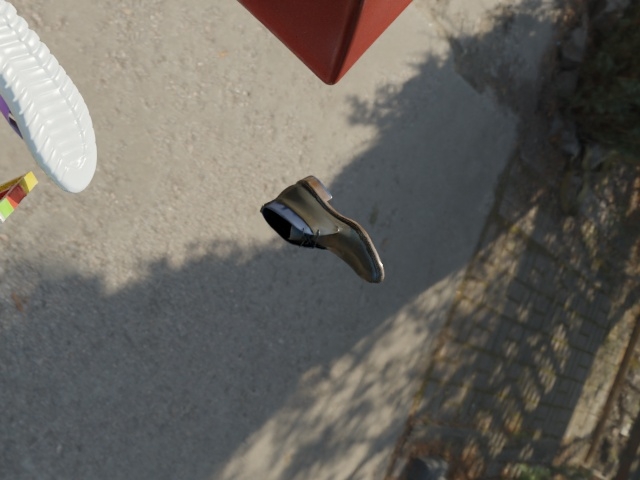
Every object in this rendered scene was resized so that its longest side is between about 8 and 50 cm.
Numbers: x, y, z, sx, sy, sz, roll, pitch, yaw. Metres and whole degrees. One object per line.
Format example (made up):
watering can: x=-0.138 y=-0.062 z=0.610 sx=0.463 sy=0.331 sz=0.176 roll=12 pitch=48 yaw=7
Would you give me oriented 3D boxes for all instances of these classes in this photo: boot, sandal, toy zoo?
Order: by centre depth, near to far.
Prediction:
boot: x=0.000 y=0.000 z=1.084 sx=0.106 sy=0.219 sz=0.082 roll=-27 pitch=154 yaw=-30
sandal: x=-0.552 y=-0.276 z=1.286 sx=0.169 sy=0.102 sz=0.416 roll=-62 pitch=142 yaw=-45
toy zoo: x=-0.678 y=-0.059 z=1.367 sx=0.192 sy=0.293 sz=0.030 roll=-24 pitch=113 yaw=3

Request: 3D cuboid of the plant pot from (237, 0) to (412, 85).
plant pot: x=0.028 y=-0.441 z=1.016 sx=0.267 sy=0.236 sz=0.267 roll=42 pitch=80 yaw=-6
